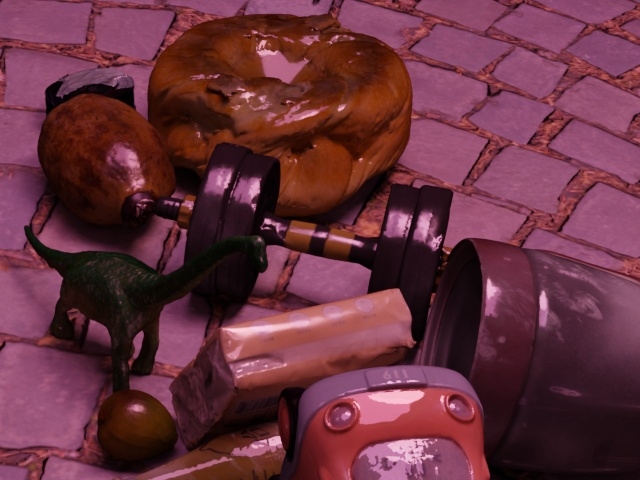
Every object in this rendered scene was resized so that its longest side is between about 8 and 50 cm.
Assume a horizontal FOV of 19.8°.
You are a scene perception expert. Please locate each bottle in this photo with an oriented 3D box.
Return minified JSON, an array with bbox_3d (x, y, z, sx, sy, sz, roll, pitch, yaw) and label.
[{"bbox_3d":[-0.091,0.230,1.828,0.270,0.083,0.083,-10,37,-18],"label":"bottle"}]

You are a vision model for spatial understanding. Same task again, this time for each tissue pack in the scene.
[{"bbox_3d":[-0.028,0.132,1.897,0.222,0.186,0.090,-14,71,-27],"label":"tissue pack"}]

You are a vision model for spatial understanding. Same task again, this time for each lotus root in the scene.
[{"bbox_3d":[-0.258,-0.089,2.234,0.145,0.128,0.260,-21,36,-17],"label":"lotus root"}]

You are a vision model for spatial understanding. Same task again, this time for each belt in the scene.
[{"bbox_3d":[-0.304,-0.179,2.425,0.105,0.058,0.140,23,39,31],"label":"belt"}]

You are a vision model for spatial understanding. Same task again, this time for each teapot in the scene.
[{"bbox_3d":[0.276,0.117,1.962,0.312,0.233,0.315,13,34,-11],"label":"teapot"}]

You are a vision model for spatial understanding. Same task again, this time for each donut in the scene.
[{"bbox_3d":[-0.051,-0.169,2.372,0.360,0.170,0.360,3,30,-1],"label":"donut"}]

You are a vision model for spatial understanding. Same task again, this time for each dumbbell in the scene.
[{"bbox_3d":[0.000,0.000,2.106,0.388,0.185,0.185,13,33,5],"label":"dumbbell"}]

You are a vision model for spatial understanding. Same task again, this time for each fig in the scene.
[{"bbox_3d":[-0.184,0.191,1.877,0.088,0.074,0.074,22,28,-20],"label":"fig"}]

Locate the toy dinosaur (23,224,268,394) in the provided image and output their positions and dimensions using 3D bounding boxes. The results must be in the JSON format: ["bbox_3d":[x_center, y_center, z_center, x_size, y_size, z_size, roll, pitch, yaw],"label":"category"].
[{"bbox_3d":[-0.208,0.016,1.924,0.087,0.300,0.447,-20,44,-34],"label":"toy dinosaur"}]

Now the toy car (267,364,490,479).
[{"bbox_3d":[0.061,0.253,1.665,0.181,0.270,0.212,-3,44,-14],"label":"toy car"}]
